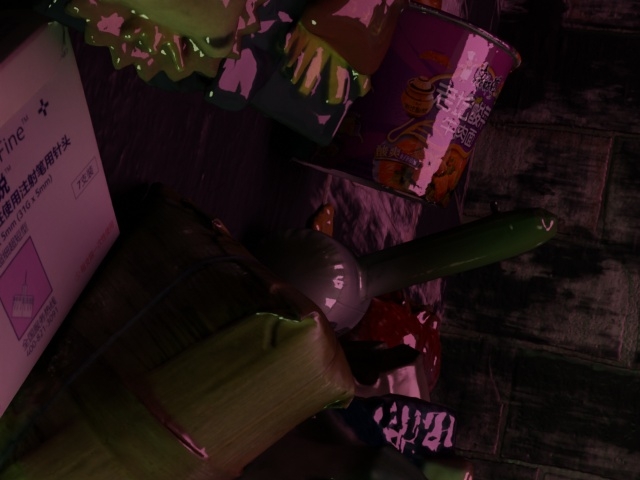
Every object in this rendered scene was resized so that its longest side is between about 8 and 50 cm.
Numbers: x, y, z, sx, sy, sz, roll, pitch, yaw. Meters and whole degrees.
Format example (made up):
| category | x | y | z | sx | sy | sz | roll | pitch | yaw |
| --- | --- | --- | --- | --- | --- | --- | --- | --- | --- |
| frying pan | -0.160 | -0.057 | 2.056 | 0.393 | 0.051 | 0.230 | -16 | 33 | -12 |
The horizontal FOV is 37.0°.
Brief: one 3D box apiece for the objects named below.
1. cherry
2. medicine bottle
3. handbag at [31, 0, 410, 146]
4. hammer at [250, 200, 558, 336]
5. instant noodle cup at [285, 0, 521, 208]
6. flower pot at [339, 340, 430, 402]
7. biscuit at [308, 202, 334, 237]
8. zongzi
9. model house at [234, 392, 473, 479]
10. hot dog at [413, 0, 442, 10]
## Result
| category | x | y | z | sx | sy | sz | roll | pitch | yaw |
| --- | --- | --- | --- | --- | --- | --- | --- | --- | --- |
| cherry | 0.073 | 0.179 | 1.352 | 0.192 | 0.175 | 0.250 | 42 | 59 | -62 |
| medicine bottle | -0.184 | -0.006 | 0.511 | 0.201 | 0.052 | 0.171 | -67 | 160 | -48 |
| handbag | -0.041 | -0.226 | 0.445 | 0.303 | 0.122 | 0.329 | 24 | 92 | -45 |
| hammer | 0.092 | 0.018 | 1.048 | 0.206 | 0.335 | 0.119 | 29 | 44 | -76 |
| instant noodle cup | 0.079 | -0.152 | 1.087 | 0.251 | 0.251 | 0.190 | 10 | 98 | -75 |
| flower pot | 0.043 | 0.265 | 1.160 | 0.290 | 0.290 | 0.259 | -24 | 112 | -73 |
| biscuit | 0.000 | 0.000 | 1.272 | 0.081 | 0.018 | 0.083 | -51 | 147 | -64 |
| zongzi | -0.149 | 0.075 | 0.633 | 0.251 | 0.274 | 0.125 | -33 | 132 | -16 |
| model house | -0.005 | 0.228 | 0.902 | 0.298 | 0.284 | 0.243 | 29 | 66 | -74 |
| hot dog | 0.128 | -0.340 | 1.399 | 0.123 | 0.093 | 0.261 | 68 | 34 | -62 |
